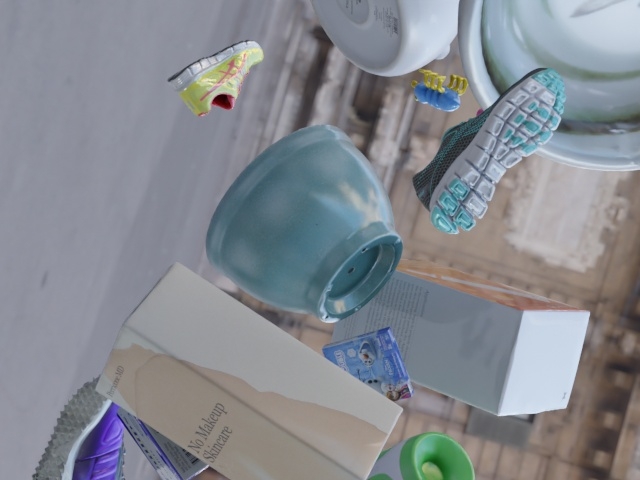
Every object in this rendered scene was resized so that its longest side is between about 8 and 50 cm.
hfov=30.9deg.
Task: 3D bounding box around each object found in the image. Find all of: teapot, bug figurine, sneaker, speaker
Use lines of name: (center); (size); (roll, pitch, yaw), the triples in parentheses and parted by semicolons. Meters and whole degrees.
teapot: (0.110, -0.350, 1.485); (0.187, 0.252, 0.256); (-31, -174, -23)
bug figurine: (0.281, -0.199, 1.788); (0.216, 0.279, 0.072); (32, -68, 49)
sneaker: (0.139, -0.088, 1.001); (0.166, 0.065, 0.076); (-48, -144, 4)
sneaker: (-0.161, -0.263, 1.915); (0.081, 0.094, 0.208); (-23, -171, 47)
speaker: (0.099, 0.392, 1.719); (0.296, 0.131, 0.131); (-46, -160, 44)
sneaker: (-0.367, 0.359, 1.889); (0.102, 0.146, 0.293); (-3, -127, 46)

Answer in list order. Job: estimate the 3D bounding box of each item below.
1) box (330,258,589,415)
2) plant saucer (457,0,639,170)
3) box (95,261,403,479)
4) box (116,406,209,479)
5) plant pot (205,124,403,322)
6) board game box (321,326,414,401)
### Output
box: (0.223, 0.147, 1.890); (0.215, 0.345, 0.168); (5, 100, -50)
plant saucer: (0.315, -0.247, 1.079); (0.100, 0.400, 0.400); (-102, -158, -46)
box: (-0.083, 0.179, 1.310); (0.121, 0.311, 0.148); (-55, 175, -45)
box: (-0.185, 0.237, 1.439); (0.072, 0.126, 0.137); (-34, 174, -20)
plant pot: (0.000, 0.000, 1.760); (0.293, 0.196, 0.293); (-35, 152, -21)
board game box: (0.058, 0.161, 1.432); (0.020, 0.090, 0.090); (-46, 118, -70)
